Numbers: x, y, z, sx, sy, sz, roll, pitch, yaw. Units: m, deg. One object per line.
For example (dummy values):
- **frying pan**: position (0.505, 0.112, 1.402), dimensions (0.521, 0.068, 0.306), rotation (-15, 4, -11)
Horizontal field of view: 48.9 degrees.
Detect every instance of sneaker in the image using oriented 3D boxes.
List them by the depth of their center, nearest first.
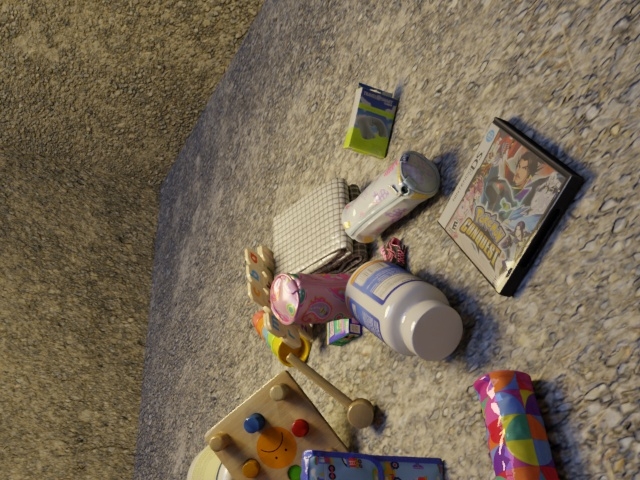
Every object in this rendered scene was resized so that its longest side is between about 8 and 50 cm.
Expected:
- **sneaker**: position (0.175, 0.036, 1.610), dimensions (0.057, 0.047, 0.119), rotation (-49, 35, 23)

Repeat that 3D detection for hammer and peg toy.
- **hammer and peg toy**: position (-0.062, 0.432, 1.610), dimensions (0.361, 0.266, 0.127), rotation (-41, -11, 4)

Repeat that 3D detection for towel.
- **towel**: position (0.000, 0.000, 1.864), dimensions (0.284, 0.121, 0.235), rotation (-33, 48, 38)

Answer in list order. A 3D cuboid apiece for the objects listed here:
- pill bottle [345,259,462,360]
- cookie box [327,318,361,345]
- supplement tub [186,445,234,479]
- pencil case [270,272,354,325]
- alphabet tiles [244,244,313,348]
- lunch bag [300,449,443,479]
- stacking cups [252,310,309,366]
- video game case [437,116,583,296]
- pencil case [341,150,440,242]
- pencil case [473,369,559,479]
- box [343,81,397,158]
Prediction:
- **pill bottle**: position (0.169, 0.143, 1.429), dimensions (0.272, 0.152, 0.152), rotation (32, 106, 63)
- **cookie box**: position (0.058, 0.206, 1.754), dimensions (0.107, 0.040, 0.092), rotation (-40, 43, 52)
- **supplement tub**: position (-0.204, 0.630, 1.836), dimensions (0.325, 0.235, 0.235), rotation (-28, 52, 58)
- **pencil case**: position (0.029, 0.124, 1.583), dimensions (0.124, 0.284, 0.124), rotation (1, 91, 55)
- **alphabet tiles**: position (-0.113, 0.148, 1.888), dimensions (0.021, 0.278, 0.284), rotation (-28, 46, 20)
- **lunch bag**: position (0.075, 0.501, 1.262), dimensions (0.138, 0.293, 0.221), rotation (-43, 40, 49)
- **stacking cups**: position (-0.131, 0.280, 2.052), dimensions (0.316, 0.096, 0.096), rotation (18, 93, 67)
- **video game case**: position (0.342, -0.071, 1.325), dimensions (0.248, 0.035, 0.275), rotation (-64, 27, 22)
- **pencil case**: position (0.158, -0.093, 1.624), dimensions (0.273, 0.113, 0.124), rotation (-40, 20, 52)
- **pencil case**: position (0.308, 0.325, 1.110), dimensions (0.104, 0.104, 0.236), rotation (-47, 36, 45)
- **box**: position (0.131, -0.309, 1.803), dimensions (0.042, 0.109, 0.178), rotation (-177, 101, -68)
